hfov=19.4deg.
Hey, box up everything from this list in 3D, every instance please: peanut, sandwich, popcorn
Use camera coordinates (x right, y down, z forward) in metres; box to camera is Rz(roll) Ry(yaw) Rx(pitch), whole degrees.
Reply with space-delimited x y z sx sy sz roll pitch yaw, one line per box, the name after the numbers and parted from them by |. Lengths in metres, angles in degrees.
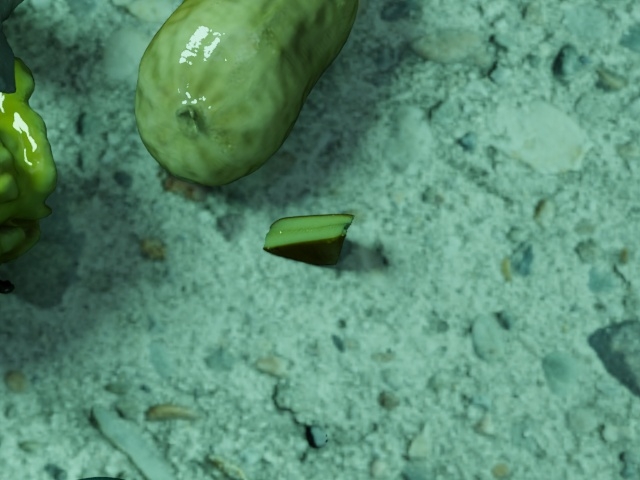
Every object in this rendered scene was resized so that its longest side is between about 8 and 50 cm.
-0.055 -0.147 1.418 0.129 0.129 0.224 30 73 3 | peanut
0.000 0.000 1.429 0.083 0.044 0.031 -3 63 38 | sandwich
-0.282 -0.034 1.323 0.189 0.218 0.169 -16 102 -25 | popcorn

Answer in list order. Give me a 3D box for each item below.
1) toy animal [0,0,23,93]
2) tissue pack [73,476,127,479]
-0.245 -0.189 1.347 0.206 0.367 0.081 -42 121 -23 | toy animal
-0.160 0.311 1.250 0.198 0.206 0.287 -17 75 -1 | tissue pack
